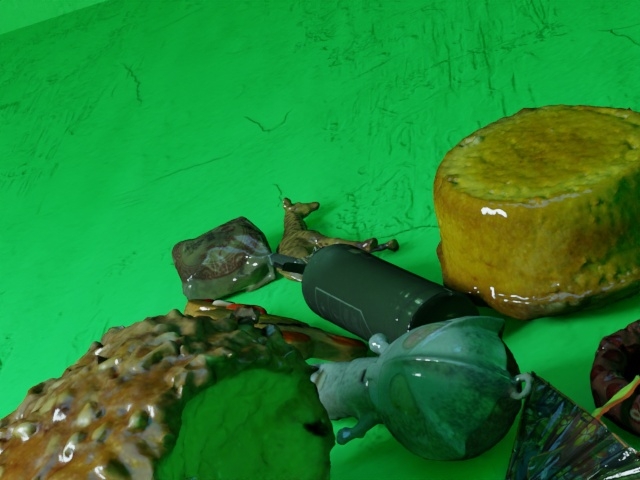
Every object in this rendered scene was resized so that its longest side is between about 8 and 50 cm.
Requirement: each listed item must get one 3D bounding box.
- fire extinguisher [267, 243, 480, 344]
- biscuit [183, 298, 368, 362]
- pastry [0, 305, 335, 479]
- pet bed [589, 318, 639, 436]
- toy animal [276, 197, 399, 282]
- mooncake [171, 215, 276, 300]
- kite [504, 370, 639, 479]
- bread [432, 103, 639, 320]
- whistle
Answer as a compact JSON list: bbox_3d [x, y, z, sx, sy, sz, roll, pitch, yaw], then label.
[{"bbox_3d":[0.052,0.064,1.838,0.114,0.095,0.311,9,8,-31],"label":"fire extinguisher"},{"bbox_3d":[-0.070,0.097,1.849,0.165,0.036,0.250,8,5,-38],"label":"biscuit"},{"bbox_3d":[-0.174,0.251,1.425,0.337,0.292,0.405,-15,35,35],"label":"pastry"},{"bbox_3d":[0.353,0.123,1.545,0.201,0.053,0.201,-16,23,7],"label":"pet bed"},{"bbox_3d":[-0.008,0.004,2.077,0.149,0.054,0.275,-28,24,-22],"label":"toy animal"},{"bbox_3d":[-0.129,0.026,2.100,0.130,0.073,0.125,-24,26,-3],"label":"mooncake"},{"bbox_3d":[0.228,0.184,1.496,0.183,0.014,0.241,-41,25,1],"label":"kite"},{"bbox_3d":[0.264,-0.034,1.795,0.312,0.172,0.312,-15,25,7],"label":"bread"},{"bbox_3d":[0.083,0.152,1.617,0.133,0.142,0.346,8,-11,-40],"label":"whistle"}]
